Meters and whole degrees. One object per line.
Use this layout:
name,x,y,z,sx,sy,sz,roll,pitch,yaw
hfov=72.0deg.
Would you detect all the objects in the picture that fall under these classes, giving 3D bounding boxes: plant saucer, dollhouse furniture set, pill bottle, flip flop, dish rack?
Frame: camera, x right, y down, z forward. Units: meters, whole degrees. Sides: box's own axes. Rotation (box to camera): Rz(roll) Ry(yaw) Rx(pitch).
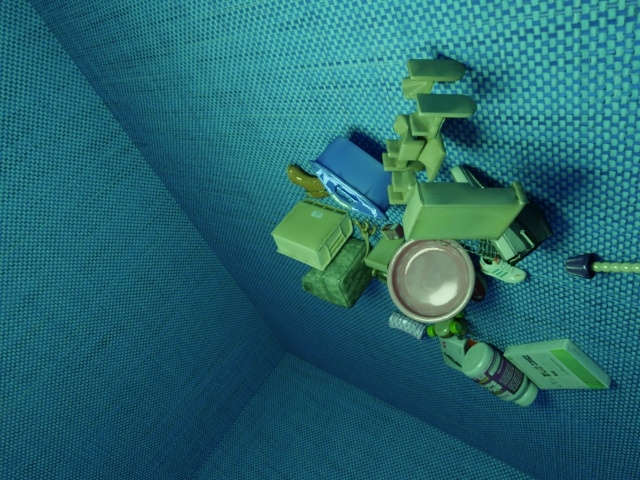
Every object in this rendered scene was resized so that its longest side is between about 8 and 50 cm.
plant saucer,0.416,0.141,1.651,0.332,0.333,0.084,20,-177,33
dollhouse furniture set,0.295,0.116,1.868,0.212,0.161,0.242,19,146,35
pill bottle,0.795,0.598,1.947,0.301,0.169,0.169,34,153,-2
flip flop,0.360,0.223,2.037,0.276,0.080,0.112,28,151,22
dollhouse furniture set,0.342,-0.210,1.179,0.256,0.395,0.362,0,148,-5
dish rack,0.488,-0.047,1.486,0.271,0.074,0.208,21,149,30

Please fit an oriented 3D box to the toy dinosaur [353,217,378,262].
toy dinosaur,0.193,-0.022,1.842,0.064,0.212,0.112,5,138,-23

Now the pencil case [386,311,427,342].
pencil case,0.442,0.437,2.249,0.206,0.088,0.086,19,149,33

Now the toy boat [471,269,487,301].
toy boat,0.516,0.180,1.698,0.231,0.151,0.151,14,144,40

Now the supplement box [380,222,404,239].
supplement box,0.292,-0.035,1.774,0.083,0.043,0.055,-4,130,55

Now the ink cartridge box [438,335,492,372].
ink cartridge box,0.709,0.562,2.135,0.238,0.060,0.275,19,146,37

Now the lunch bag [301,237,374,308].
lunch bag,0.084,0.132,2.016,0.255,0.305,0.213,12,139,37

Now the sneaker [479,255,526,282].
sneaker,0.629,0.094,1.529,0.161,0.057,0.075,20,153,39

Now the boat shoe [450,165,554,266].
boat shoe,0.536,-0.105,1.306,0.341,0.158,0.127,60,-168,8

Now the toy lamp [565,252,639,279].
toy lamp,0.832,0.073,1.223,0.274,0.080,0.080,-4,130,50

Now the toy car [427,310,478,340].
toy car,0.597,0.393,1.949,0.188,0.149,0.155,37,145,-21

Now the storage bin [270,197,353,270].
storage bin,-0.034,-0.039,1.941,0.262,0.260,0.123,21,148,33

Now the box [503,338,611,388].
box,0.934,0.501,1.763,0.232,0.058,0.322,42,154,-4

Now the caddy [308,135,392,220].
caddy,0.117,-0.198,1.513,0.341,0.179,0.241,37,-177,6

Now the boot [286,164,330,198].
boot,-0.038,-0.252,1.838,0.197,0.073,0.152,42,157,-32
